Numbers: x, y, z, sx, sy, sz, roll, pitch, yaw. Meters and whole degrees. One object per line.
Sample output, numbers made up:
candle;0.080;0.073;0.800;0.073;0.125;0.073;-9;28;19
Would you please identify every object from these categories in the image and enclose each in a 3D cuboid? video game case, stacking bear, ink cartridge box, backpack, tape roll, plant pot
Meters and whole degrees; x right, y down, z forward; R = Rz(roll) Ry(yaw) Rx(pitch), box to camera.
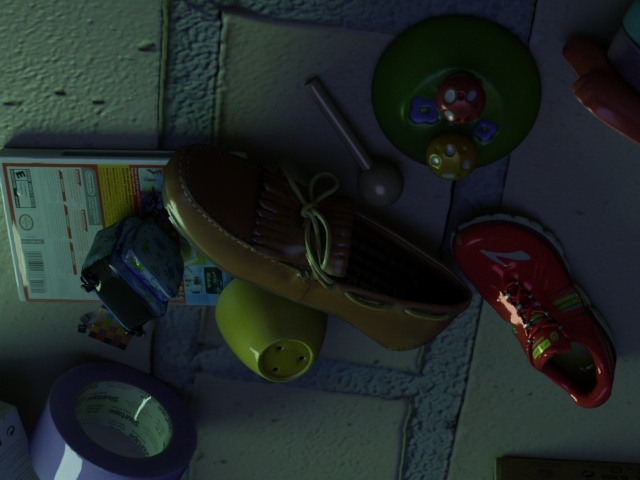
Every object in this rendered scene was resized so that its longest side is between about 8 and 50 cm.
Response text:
video game case;-0.221;-0.013;1.806;0.285;0.025;0.204;1;124;5
stacking bear;0.394;-0.232;1.528;0.164;0.175;0.289;32;114;-13
ink cartridge box;0.330;0.377;1.978;0.235;0.088;0.193;2;123;3
backpack;-0.204;0.028;1.748;0.084;0.114;0.105;-29;119;21
tape roll;-0.249;0.241;1.881;0.189;0.189;0.080;23;124;-10
plant pot;-0.049;0.107;1.807;0.134;0.095;0.134;-7;128;-9

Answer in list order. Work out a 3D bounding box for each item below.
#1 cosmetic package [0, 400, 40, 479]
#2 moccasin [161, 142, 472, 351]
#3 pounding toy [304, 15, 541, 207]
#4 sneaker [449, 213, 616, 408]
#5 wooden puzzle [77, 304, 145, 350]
cosmetic package;-0.439;0.364;1.964;0.197;0.155;0.365;13;129;37
moccasin;-0.001;0.002;1.697;0.380;0.139;0.147;34;139;-21
pounding toy;0.118;-0.123;1.649;0.237;0.110;0.183;-22;119;19
sneaker;0.252;0.082;1.768;0.107;0.118;0.279;-34;114;24
wooden puzzle;-0.253;0.106;1.900;0.083;0.006;0.049;23;123;-10
